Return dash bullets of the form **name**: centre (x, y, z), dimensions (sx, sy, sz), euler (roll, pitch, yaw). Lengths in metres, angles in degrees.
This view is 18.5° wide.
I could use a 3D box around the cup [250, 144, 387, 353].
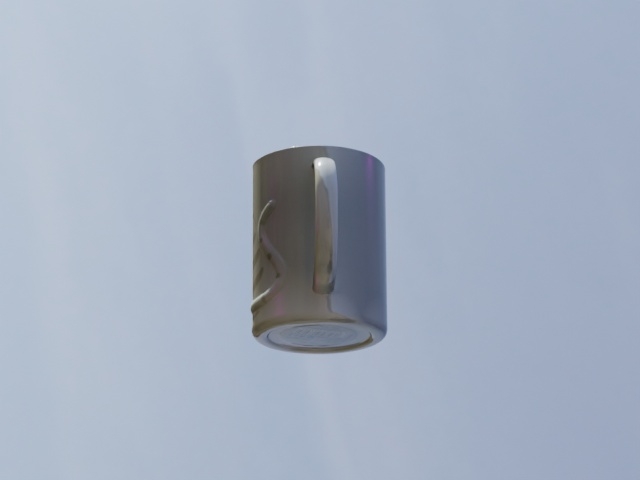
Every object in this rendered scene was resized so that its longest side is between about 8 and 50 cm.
- **cup**: centre (-0.009, 0.002, 1.396), dimensions (0.099, 0.136, 0.133), euler (-7, -109, 23)
